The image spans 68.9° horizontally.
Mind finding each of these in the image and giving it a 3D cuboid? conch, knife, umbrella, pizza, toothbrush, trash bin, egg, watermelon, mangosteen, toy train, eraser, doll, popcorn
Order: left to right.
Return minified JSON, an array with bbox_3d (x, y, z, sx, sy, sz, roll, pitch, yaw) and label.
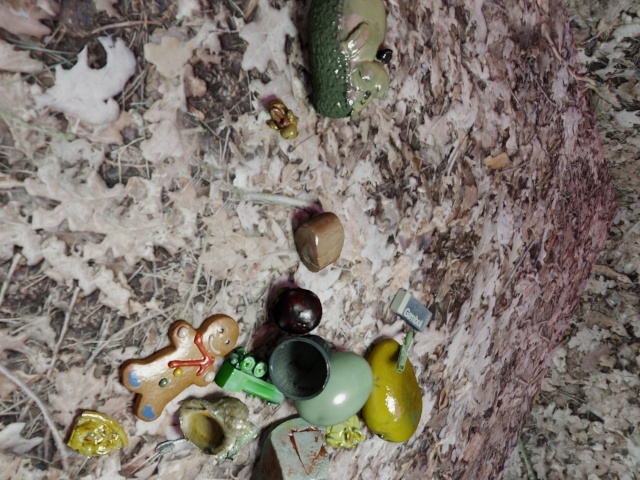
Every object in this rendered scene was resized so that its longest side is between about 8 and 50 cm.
[{"bbox_3d":[-0.518,0.458,1.086,0.099,0.036,0.160,-46,126,-24],"label":"pizza"},{"bbox_3d":[-0.311,0.532,1.293,0.288,0.026,0.024,-3,106,-42],"label":"toothbrush"},{"bbox_3d":[-0.281,0.486,1.239,0.207,0.130,0.155,27,44,-22],"label":"conch"},{"bbox_3d":[-0.244,0.580,1.341,0.143,0.062,0.067,-33,85,-42],"label":"umbrella"},{"bbox_3d":[-0.180,0.399,1.344,0.251,0.085,0.119,39,80,-38],"label":"toy train"},{"bbox_3d":[-0.072,0.704,1.429,0.213,0.201,0.262,12,96,-34],"label":"watermelon"},{"bbox_3d":[-0.067,0.197,1.362,0.152,0.152,0.152,-11,107,-39],"label":"mangosteen"},{"bbox_3d":[-0.041,0.341,1.334,0.161,0.175,0.175,-21,120,-76],"label":"trash bin"},{"bbox_3d":[0.045,0.464,1.471,0.282,0.203,0.203,-23,114,-34],"label":"egg"},{"bbox_3d":[0.069,0.627,1.576,0.141,0.162,0.135,16,76,-25],"label":"popcorn"},{"bbox_3d":[0.077,-0.503,1.250,0.247,0.247,0.349,-6,112,-40],"label":"doll"},{"bbox_3d":[0.303,0.387,1.675,0.043,0.020,0.293,57,26,-7],"label":"knife"},{"bbox_3d":[0.351,0.272,1.800,0.212,0.046,0.092,41,73,-39],"label":"eraser"}]

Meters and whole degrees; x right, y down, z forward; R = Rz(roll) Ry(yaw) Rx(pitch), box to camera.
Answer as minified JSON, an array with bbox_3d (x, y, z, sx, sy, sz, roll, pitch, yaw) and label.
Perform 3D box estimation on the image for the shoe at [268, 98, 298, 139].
[{"bbox_3d":[-0.104,-0.319,1.246,0.069,0.072,0.109,-76,155,-56],"label":"shoe"}]

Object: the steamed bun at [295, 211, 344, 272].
[{"bbox_3d":[0.000,0.000,1.394,0.145,0.106,0.175,-35,135,-36],"label":"steamed bun"}]

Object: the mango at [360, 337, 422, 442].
[{"bbox_3d":[0.256,0.538,1.680,0.253,0.182,0.365,2,87,-46],"label":"mango"}]

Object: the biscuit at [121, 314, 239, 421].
[{"bbox_3d":[-0.342,0.306,1.201,0.324,0.049,0.205,-31,119,-34],"label":"biscuit"}]

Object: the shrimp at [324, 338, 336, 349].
[{"bbox_3d":[0.014,0.341,1.532,0.092,0.029,0.038,2,99,-38],"label":"shrimp"}]
